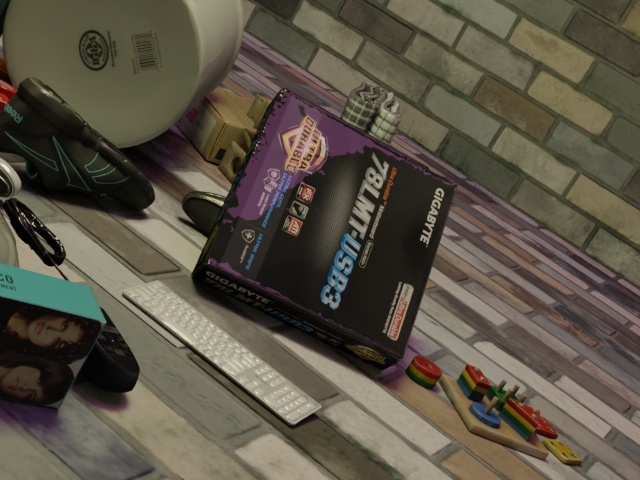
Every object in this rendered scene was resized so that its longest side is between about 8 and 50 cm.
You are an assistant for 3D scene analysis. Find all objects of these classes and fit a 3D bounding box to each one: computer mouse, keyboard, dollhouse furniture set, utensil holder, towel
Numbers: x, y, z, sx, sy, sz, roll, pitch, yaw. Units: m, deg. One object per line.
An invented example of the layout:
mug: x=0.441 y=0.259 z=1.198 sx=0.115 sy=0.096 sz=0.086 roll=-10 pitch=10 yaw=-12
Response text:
computer mouse: x=-0.253 y=0.055 z=1.057 sx=0.242 sy=0.041 sz=0.071 roll=53 pitch=9 yaw=24
keyboard: x=-0.113 y=0.124 z=1.231 sx=0.256 sy=0.014 sz=0.072 roll=35 pitch=16 yaw=18
dollhouse furniture set: x=-0.056 y=-0.151 z=1.930 sx=0.182 sy=0.161 sz=0.101 roll=16 pitch=21 yaw=-40
utensil holder: x=-0.312 y=-0.338 z=1.763 sx=0.328 sy=0.327 sz=0.385 roll=29 pitch=18 yaw=-5
towel: x=0.067 y=-0.189 z=2.149 sx=0.121 sy=0.235 sz=0.283 roll=24 pitch=15 yaw=-2

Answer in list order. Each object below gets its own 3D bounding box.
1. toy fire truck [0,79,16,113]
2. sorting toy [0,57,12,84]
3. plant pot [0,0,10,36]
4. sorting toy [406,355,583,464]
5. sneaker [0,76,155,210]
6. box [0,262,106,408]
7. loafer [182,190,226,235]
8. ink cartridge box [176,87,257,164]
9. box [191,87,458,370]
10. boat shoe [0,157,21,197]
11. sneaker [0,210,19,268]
toy fire truck: x=-0.432 y=-0.172 z=1.518 sx=0.135 sy=0.047 sz=0.192 roll=25 pitch=15 yaw=-22
sorting toy: x=-0.632 y=-0.336 z=1.701 sx=0.307 sy=0.041 sz=0.229 roll=41 pitch=20 yaw=13
plant pot: x=-0.547 y=-0.342 z=1.557 sx=0.166 sy=0.165 sz=0.234 roll=34 pitch=22 yaw=1
sorting toy: x=0.256 y=0.234 z=1.504 sx=0.275 sy=0.046 sz=0.132 roll=24 pitch=17 yaw=-23
sneaker: x=-0.327 y=-0.107 z=1.432 sx=0.101 sy=0.106 sz=0.267 roll=38 pitch=-4 yaw=44
box: x=-0.311 y=0.064 z=0.892 sx=0.244 sy=0.100 sz=0.060 roll=18 pitch=21 yaw=-36
loafer: x=-0.127 y=-0.016 z=1.566 sx=0.170 sy=0.062 sz=0.061 roll=29 pitch=19 yaw=-3
ink cartridge box: x=-0.164 y=-0.210 z=2.057 sx=0.193 sy=0.088 sz=0.234 roll=17 pitch=21 yaw=-36
box: x=0.016 y=-0.016 z=1.468 sx=0.293 sy=0.295 sz=0.073 roll=27 pitch=-28 yaw=-11
boat shoe: x=-0.424 y=-0.089 z=1.284 sx=0.142 sy=0.049 sz=0.040 roll=30 pitch=34 yaw=5
sneaker: x=-0.364 y=-0.011 z=1.086 sx=0.108 sy=0.100 sz=0.271 roll=60 pitch=-9 yaw=-31
